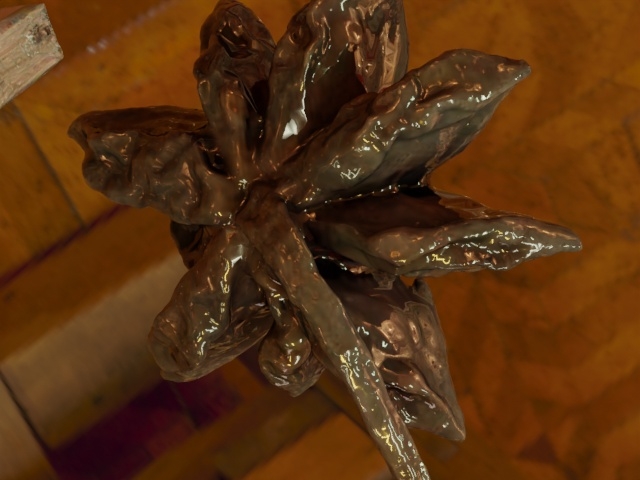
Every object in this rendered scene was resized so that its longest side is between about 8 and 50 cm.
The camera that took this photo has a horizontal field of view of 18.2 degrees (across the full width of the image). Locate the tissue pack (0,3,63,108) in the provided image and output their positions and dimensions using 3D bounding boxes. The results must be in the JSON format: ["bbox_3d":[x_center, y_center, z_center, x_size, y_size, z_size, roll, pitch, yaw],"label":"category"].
[{"bbox_3d":[-0.310,-0.147,1.699,0.115,0.155,0.065,-44,120,-41],"label":"tissue pack"}]

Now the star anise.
[{"bbox_3d":[0.000,0.001,0.766,0.089,0.231,0.209,-3,136,-51],"label":"star anise"}]
